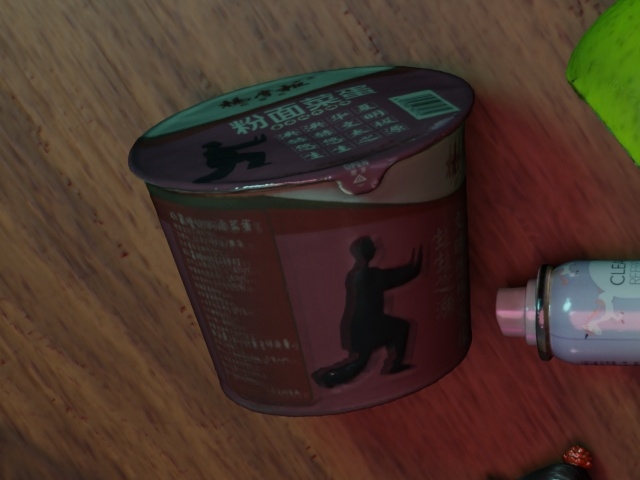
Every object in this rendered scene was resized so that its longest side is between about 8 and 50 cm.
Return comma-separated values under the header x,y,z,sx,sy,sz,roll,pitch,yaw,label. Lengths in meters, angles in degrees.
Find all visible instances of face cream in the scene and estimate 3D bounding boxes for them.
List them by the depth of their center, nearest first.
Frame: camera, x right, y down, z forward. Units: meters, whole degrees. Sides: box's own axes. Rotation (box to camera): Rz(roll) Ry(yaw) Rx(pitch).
x,y,z,sx,sy,sz,roll,pitch,yaw,label
0.236,0.050,1.348,0.229,0.075,0.075,-1,103,12,face cream

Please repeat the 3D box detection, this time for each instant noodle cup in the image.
x,y,z,sx,sy,sz,roll,pitch,yaw,label
0.000,0.000,1.321,0.234,0.235,0.179,-5,111,14,instant noodle cup

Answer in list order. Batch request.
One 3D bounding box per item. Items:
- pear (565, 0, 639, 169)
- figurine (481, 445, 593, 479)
x,y,z,sx,sy,sz,roll,pitch,yaw,label
0.356,-0.072,1.194,0.318,0.238,0.342,-38,80,4,pear
0.149,0.187,1.418,0.106,0.047,0.060,-17,63,23,figurine
